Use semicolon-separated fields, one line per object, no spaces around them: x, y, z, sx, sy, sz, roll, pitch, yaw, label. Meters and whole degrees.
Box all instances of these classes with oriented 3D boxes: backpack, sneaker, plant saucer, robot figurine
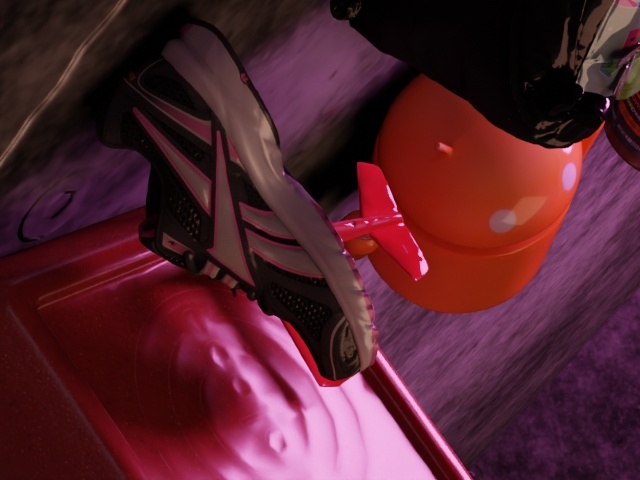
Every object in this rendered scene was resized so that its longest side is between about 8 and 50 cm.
0.107;-0.153;0.859;0.115;0.152;0.182;-31;149;-60;backpack
-0.041;-0.008;0.828;0.077;0.178;0.072;-31;-164;-3;sneaker
-0.036;0.090;0.857;0.048;0.258;0.259;-41;170;33;plant saucer
0.090;-0.032;1.145;0.219;0.158;0.128;101;-3;-66;robot figurine

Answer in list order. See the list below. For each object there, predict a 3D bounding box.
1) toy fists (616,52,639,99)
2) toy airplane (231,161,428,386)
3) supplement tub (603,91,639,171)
0.197;-0.183;1.092;0.142;0.096;0.279;-52;167;-15;toy fists
0.000;0.000;0.910;0.028;0.151;0.151;-37;173;37;toy airplane
0.313;-0.143;1.501;0.106;0.106;0.198;-34;162;-35;supplement tub
